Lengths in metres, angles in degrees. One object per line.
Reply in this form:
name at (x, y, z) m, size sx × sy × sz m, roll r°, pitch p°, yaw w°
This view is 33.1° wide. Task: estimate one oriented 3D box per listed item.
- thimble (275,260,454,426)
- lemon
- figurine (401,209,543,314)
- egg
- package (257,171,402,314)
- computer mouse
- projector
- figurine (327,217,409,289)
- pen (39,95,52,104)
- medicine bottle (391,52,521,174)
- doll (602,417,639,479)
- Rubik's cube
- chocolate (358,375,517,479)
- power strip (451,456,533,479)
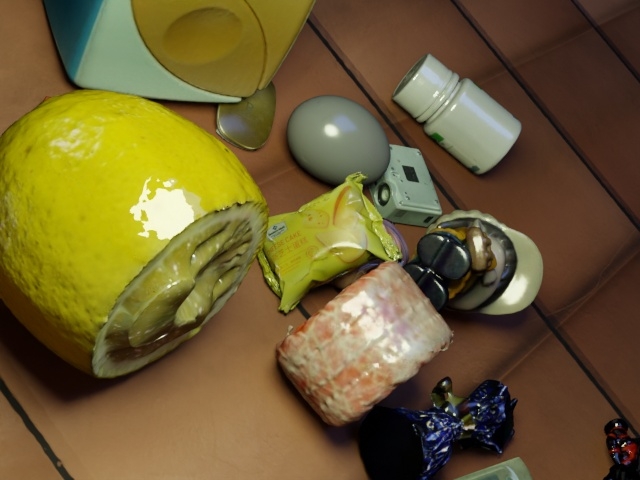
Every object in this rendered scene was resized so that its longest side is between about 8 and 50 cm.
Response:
thimble at (0.059, 0.148, 1.558) m, size 0.162 × 0.239 × 0.239 m, roll 53°, pitch 42°, yaw 5°
lemon at (-0.267, -0.029, 1.357) m, size 0.364 × 0.364 × 0.364 m, roll 22°, pitch 47°, yaw -25°
figurine at (0.215, 0.031, 1.760) m, size 0.204 × 0.185 × 0.332 m, roll 43°, pitch 16°, yaw 32°
egg at (0.033, -0.168, 1.847) m, size 0.199 × 0.146 × 0.146 m, roll 32°, pitch 43°, yaw -25°
package at (0.000, 0.000, 1.670) m, size 0.168 × 0.226 × 0.090 m, roll 64°, pitch 0°, yaw 18°
computer mouse at (-0.127, -0.240, 1.850) m, size 0.102 × 0.045 × 0.199 m, roll 28°, pitch 45°, yaw -23°
projector at (0.148, -0.104, 1.957) m, size 0.115 × 0.061 × 0.147 m, roll 6°, pitch 54°, yaw -34°
figurine at (0.067, 0.016, 1.756) m, size 0.157 × 0.114 × 0.126 m, roll -15°, pitch 54°, yaw -43°
pen at (-0.428, -0.127, 1.528) m, size 0.028 × 0.028 × 0.239 m, roll 33°, pitch 42°, yaw -15°
medicine bottle at (0.264, -0.248, 2.109) m, size 0.237 × 0.139 × 0.139 m, roll 37°, pitch 42°, yaw -8°
doll at (0.528, 0.419, 1.845) m, size 0.127 × 0.088 × 0.248 m, roll 16°, pitch 36°, yaw -2°
Rubik's cube at (-0.226, -0.449, 1.684) m, size 0.352 × 0.347 × 0.351 m, roll -4°, pitch 58°, yaw -32°
chocolate at (0.214, 0.280, 1.657) m, size 0.343 × 0.126 × 0.148 m, roll -8°, pitch 87°, yaw -45°
power strip at (0.225, 0.395, 1.639) m, size 0.286 × 0.048 × 0.080 m, roll -5°, pitch 61°, yaw -40°
